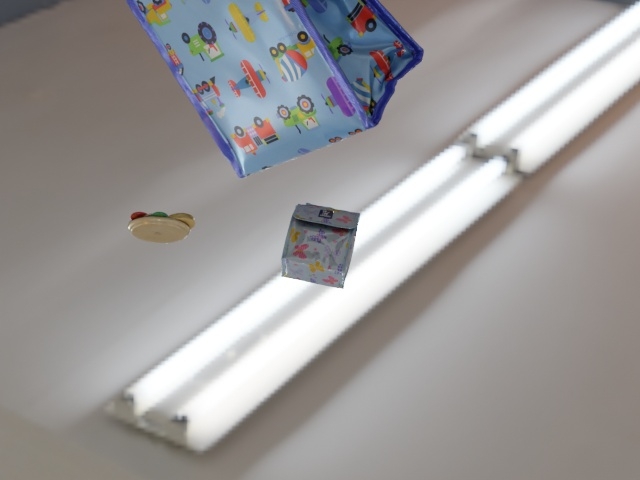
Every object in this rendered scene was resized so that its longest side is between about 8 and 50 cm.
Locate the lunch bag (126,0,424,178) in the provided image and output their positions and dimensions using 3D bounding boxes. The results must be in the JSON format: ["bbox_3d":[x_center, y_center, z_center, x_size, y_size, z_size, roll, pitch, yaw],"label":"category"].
[{"bbox_3d":[-0.076,-0.235,1.446,0.221,0.293,0.138,-18,-150,46],"label":"lunch bag"}]

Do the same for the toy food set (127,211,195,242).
[{"bbox_3d":[-0.207,-0.018,1.758,0.082,0.083,0.020,10,-112,-23],"label":"toy food set"}]

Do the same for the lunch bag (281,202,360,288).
[{"bbox_3d":[0.000,0.000,1.426,0.071,0.053,0.083,13,-121,6],"label":"lunch bag"}]
